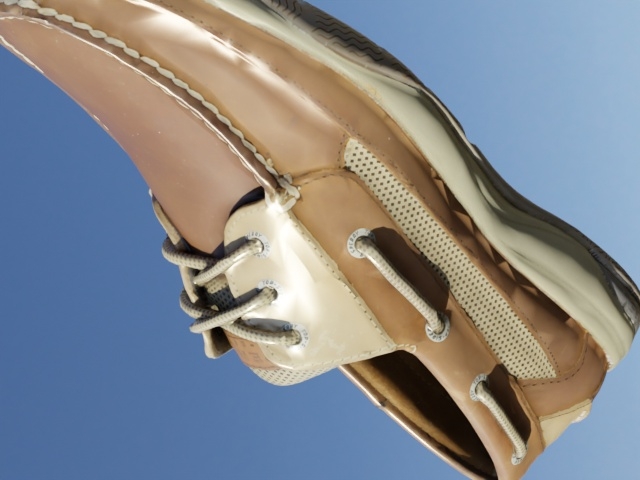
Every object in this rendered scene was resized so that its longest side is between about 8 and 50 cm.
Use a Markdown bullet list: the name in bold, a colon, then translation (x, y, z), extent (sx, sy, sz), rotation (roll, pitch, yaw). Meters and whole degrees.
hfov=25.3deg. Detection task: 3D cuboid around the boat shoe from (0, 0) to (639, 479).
- **boat shoe**: translation (0.000, 0.000, 0.558), extent (0.324, 0.123, 0.116), rotation (35, -104, -27)
